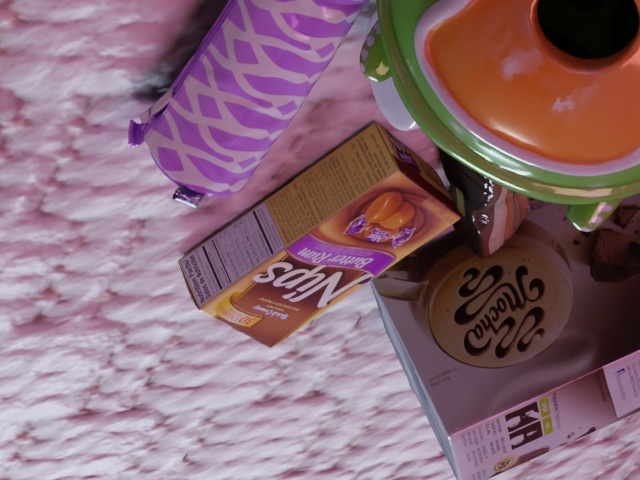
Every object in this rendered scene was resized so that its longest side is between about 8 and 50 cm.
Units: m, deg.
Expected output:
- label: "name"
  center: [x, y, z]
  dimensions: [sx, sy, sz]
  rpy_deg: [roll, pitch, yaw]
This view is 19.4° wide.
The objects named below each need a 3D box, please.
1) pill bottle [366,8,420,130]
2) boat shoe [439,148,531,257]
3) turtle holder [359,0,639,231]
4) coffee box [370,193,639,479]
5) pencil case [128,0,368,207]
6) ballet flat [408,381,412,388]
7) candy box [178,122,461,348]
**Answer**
- label: "pill bottle"
  center: [0.144, -0.132, 1.249]
  dimensions: [0.215, 0.117, 0.117]
  rpy_deg: [-12, 146, -21]
- label: "boat shoe"
  center: [0.134, -0.058, 1.414]
  dimensions: [0.072, 0.068, 0.190]
  rpy_deg: [-33, 160, -11]
- label: "turtle holder"
  center: [0.186, -0.177, 1.056]
  dimensions: [0.320, 0.243, 0.227]
  rpy_deg: [-33, 170, -19]
- label: "coffee box"
  center: [0.211, 0.056, 1.525]
  dimensions: [0.297, 0.168, 0.119]
  rpy_deg: [-23, 148, -3]
- label: "pencil case"
  center: [-0.042, -0.119, 1.178]
  dimensions: [0.088, 0.086, 0.206]
  rpy_deg: [25, 127, -17]
- label: "ballet flat"
  center: [0.114, 0.136, 1.704]
  dimensions: [0.041, 0.041, 0.114]
  rpy_deg: [-37, 146, 18]
- label: "candy box"
  center: [0.000, 0.000, 1.405]
  dimensions: [0.186, 0.053, 0.109]
  rpy_deg: [-34, 148, 16]
